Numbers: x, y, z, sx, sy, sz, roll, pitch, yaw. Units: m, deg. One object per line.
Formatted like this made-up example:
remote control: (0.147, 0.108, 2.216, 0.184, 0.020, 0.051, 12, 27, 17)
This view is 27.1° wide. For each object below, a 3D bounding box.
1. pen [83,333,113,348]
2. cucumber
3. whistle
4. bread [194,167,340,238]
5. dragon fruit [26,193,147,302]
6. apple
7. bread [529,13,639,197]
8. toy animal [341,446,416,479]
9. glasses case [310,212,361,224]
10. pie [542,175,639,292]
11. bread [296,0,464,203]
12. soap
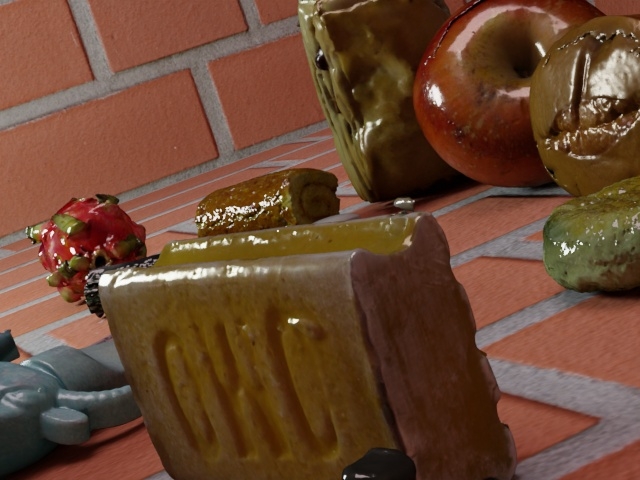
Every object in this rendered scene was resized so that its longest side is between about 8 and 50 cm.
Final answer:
pen: (-0.180, 0.094, 1.478, 0.197, 0.032, 0.053, -26, 12, -33)
cucumber: (-0.184, 0.040, 1.725, 0.245, 0.067, 0.067, -15, 10, 8)
whistle: (-0.254, 0.146, 1.152, 0.186, 0.093, 0.274, 13, 22, 30)
bread: (-0.070, -0.039, 1.825, 0.172, 0.103, 0.132, -10, 0, 35)
dragon fruit: (-0.332, 0.012, 1.898, 0.166, 0.160, 0.172, 4, 1, -20)
apple: (0.253, -0.186, 1.645, 0.272, 0.251, 0.206, -28, -20, 0)
bread: (0.324, -0.139, 1.388, 0.142, 0.195, 0.269, -14, 3, -21)
toy animal: (-0.045, 0.163, 0.471, 0.245, 0.146, 0.114, -10, 6, 36)
glasses case: (0.000, 0.000, 1.651, 0.063, 0.041, 0.164, -11, 11, 29)
pie: (0.314, -0.022, 1.108, 0.277, 0.078, 0.277, -15, 5, 1)
bread: (0.154, -0.214, 1.829, 0.314, 0.370, 0.191, -19, 39, -8)
soap: (-0.019, 0.076, 0.834, 0.089, 0.173, 0.274, -27, 13, -36)
